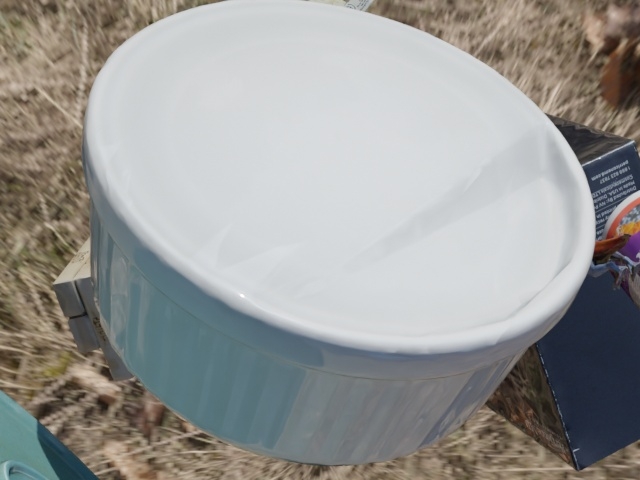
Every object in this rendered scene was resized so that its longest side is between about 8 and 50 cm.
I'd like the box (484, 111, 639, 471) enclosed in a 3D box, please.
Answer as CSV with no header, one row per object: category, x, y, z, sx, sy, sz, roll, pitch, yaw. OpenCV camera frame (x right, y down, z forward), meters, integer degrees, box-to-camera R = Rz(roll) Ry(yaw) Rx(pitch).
box,0.235,0.034,1.797,0.179,0.343,0.312,-25,110,-13

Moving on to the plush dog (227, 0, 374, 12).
plush dog,-0.014,-0.161,1.888,0.210,0.225,0.262,9,38,-31

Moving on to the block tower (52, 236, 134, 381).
block tower,-0.017,0.017,1.183,0.335,0.097,0.091,-12,112,17

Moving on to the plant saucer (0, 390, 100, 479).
plant saucer,-0.124,0.151,0.747,0.043,0.317,0.317,-43,85,-1

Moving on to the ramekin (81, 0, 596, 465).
ramekin,0.000,0.000,0.866,0.272,0.127,0.273,10,41,-9

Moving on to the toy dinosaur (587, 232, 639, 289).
toy dinosaur,0.190,0.006,1.163,0.082,0.090,0.047,29,46,32

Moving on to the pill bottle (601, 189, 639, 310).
pill bottle,0.332,0.036,1.438,0.108,0.193,0.108,-6,118,-11
